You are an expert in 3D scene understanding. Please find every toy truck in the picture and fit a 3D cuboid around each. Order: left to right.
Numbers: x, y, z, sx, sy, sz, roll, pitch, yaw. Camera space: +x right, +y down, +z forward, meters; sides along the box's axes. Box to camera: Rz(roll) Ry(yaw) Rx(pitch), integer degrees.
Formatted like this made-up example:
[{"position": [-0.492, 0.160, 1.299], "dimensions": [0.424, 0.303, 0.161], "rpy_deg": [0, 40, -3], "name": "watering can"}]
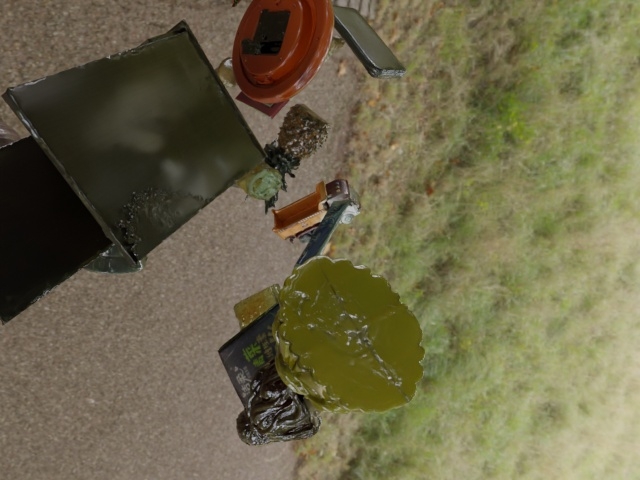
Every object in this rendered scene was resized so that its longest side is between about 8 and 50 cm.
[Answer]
[{"position": [-0.014, -0.091, 1.772], "dimensions": [0.135, 0.271, 0.114], "rpy_deg": [49, 23, -41], "name": "toy truck"}]

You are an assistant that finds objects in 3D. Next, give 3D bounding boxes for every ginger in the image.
[{"position": [-0.034, -0.603, 1.738], "dimensions": [0.133, 0.214, 0.058], "rpy_deg": [-55, 151, -53], "name": "ginger"}]

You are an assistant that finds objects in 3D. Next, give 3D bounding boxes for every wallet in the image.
[{"position": [0.105, -0.504, 1.433], "dimensions": [0.149, 0.044, 0.250], "rpy_deg": [-20, 69, -50], "name": "wallet"}]

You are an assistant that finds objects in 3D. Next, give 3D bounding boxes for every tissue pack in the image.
[{"position": [-0.079, 0.226, 1.138], "dimensions": [0.173, 0.235, 0.073], "rpy_deg": [57, 18, 24], "name": "tissue pack"}]

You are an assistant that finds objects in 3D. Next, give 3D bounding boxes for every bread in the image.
[{"position": [-0.195, -0.187, 1.472], "dimensions": [0.098, 0.269, 0.087], "rpy_deg": [-38, 130, -9], "name": "bread"}, {"position": [-0.140, 0.211, 1.666], "dimensions": [0.160, 0.169, 0.140], "rpy_deg": [22, 44, -66], "name": "bread"}]

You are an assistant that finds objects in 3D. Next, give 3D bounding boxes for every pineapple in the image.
[{"position": [-0.123, -0.261, 1.815], "dimensions": [0.364, 0.165, 0.166], "rpy_deg": [-51, 159, 16], "name": "pineapple"}]

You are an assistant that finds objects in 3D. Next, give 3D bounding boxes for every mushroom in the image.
[{"position": [-0.273, -0.430, 1.555], "dimensions": [0.071, 0.209, 0.084], "rpy_deg": [27, 71, -21], "name": "mushroom"}]

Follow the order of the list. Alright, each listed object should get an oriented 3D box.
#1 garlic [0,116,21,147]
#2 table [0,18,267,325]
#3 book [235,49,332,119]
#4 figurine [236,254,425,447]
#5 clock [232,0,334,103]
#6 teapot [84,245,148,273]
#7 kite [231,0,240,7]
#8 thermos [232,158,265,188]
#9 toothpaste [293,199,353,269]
[{"position": [-0.676, -0.148, 1.034], "dimensions": [0.160, 0.245, 0.244], "rpy_deg": [41, 57, -78], "name": "garlic"}, {"position": [-0.257, -0.083, 0.655], "dimensions": [0.196, 0.251, 0.282], "rpy_deg": [59, 33, -16], "name": "table"}, {"position": [-0.097, -0.417, 1.446], "dimensions": [0.232, 0.162, 0.022], "rpy_deg": [-49, 140, -8], "name": "book"}, {"position": [-0.010, 0.179, 0.753], "dimensions": [0.168, 0.187, 0.315], "rpy_deg": [-52, 175, -37], "name": "figurine"}, {"position": [-0.065, -0.315, 0.885], "dimensions": [0.051, 0.205, 0.205], "rpy_deg": [13, 83, -51], "name": "clock"}, {"position": [-0.648, -0.084, 1.735], "dimensions": [0.300, 0.253, 0.343], "rpy_deg": [-6, 106, -45], "name": "teapot"}, {"position": [-0.076, -0.511, 0.860], "dimensions": [0.234, 0.321, 0.016], "rpy_deg": [51, 36, -11], "name": "kite"}, {"position": [-0.267, -0.221, 1.662], "dimensions": [0.193, 0.105, 0.137], "rpy_deg": [6, 68, -39], "name": "thermos"}, {"position": [0.000, -0.001, 1.411], "dimensions": [0.268, 0.047, 0.069], "rpy_deg": [-59, -178, -28], "name": "toothpaste"}]
